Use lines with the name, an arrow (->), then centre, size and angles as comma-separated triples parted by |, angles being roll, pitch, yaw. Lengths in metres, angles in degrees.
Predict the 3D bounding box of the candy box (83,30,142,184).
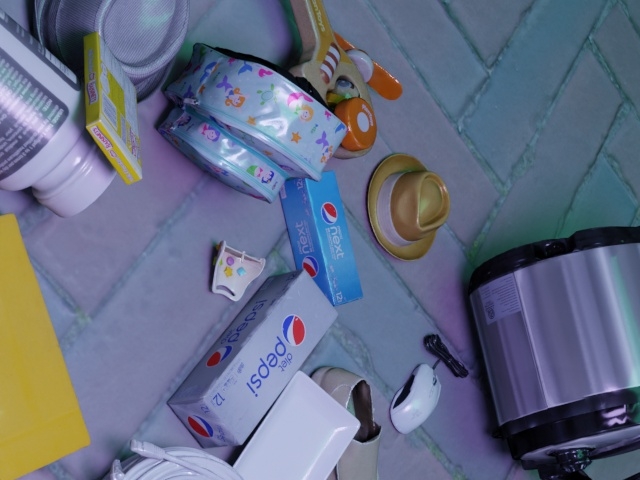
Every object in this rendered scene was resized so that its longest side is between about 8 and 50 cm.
candy box -> -0.265, -0.171, 1.642 | 0.206, 0.027, 0.105 | -103, 168, -49

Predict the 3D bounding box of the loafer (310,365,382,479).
loafer -> 0.048, 0.326, 2.000 | 0.102, 0.092, 0.268 | -13, 90, -45

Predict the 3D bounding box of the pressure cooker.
pressure cooker -> 0.460, 0.218, 2.208 | 0.370, 0.376, 0.420 | 68, 10, -73

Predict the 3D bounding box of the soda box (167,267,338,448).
soda box -> -0.095, 0.171, 1.895 | 0.098, 0.091, 0.286 | 54, 49, -20

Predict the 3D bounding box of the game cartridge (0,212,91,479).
game cartridge -> -0.452, 0.153, 1.588 | 0.285, 0.053, 0.323 | -20, 93, -45

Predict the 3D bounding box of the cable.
cable -> -0.199, 0.406, 1.731 | 0.257, 0.089, 0.257 | 18, 76, -34

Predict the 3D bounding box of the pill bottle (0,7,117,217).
pill bottle -> -0.400, -0.174, 1.613 | 0.318, 0.176, 0.176 | 43, 55, -29

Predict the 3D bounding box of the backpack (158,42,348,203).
backpack -> -0.095, -0.168, 1.859 | 0.225, 0.253, 0.191 | 35, 79, -35

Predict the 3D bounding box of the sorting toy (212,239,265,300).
sorting toy -> -0.133, 0.049, 1.923 | 0.083, 0.045, 0.075 | 26, 71, -38

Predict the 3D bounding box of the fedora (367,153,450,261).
fedora -> 0.164, -0.060, 2.205 | 0.194, 0.079, 0.194 | 10, 75, -42

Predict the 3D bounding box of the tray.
tray -> -0.063, 0.337, 1.892 | 0.145, 0.030, 0.270 | 44, 69, -26

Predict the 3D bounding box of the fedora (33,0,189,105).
fedora -> -0.267, -0.314, 1.800 | 0.243, 0.124, 0.275 | 55, 51, -26

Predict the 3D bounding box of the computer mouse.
computer mouse -> 0.183, 0.250, 2.182 | 0.106, 0.042, 0.193 | 55, 49, -22

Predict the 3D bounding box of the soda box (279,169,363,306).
soda box -> 0.000, 0.000, 2.041 | 0.071, 0.067, 0.210 | -13, 91, -45

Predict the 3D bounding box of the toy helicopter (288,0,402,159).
toy helicopter -> 0.014, -0.305, 2.071 | 0.235, 0.140, 0.355 | -30, 105, -53
